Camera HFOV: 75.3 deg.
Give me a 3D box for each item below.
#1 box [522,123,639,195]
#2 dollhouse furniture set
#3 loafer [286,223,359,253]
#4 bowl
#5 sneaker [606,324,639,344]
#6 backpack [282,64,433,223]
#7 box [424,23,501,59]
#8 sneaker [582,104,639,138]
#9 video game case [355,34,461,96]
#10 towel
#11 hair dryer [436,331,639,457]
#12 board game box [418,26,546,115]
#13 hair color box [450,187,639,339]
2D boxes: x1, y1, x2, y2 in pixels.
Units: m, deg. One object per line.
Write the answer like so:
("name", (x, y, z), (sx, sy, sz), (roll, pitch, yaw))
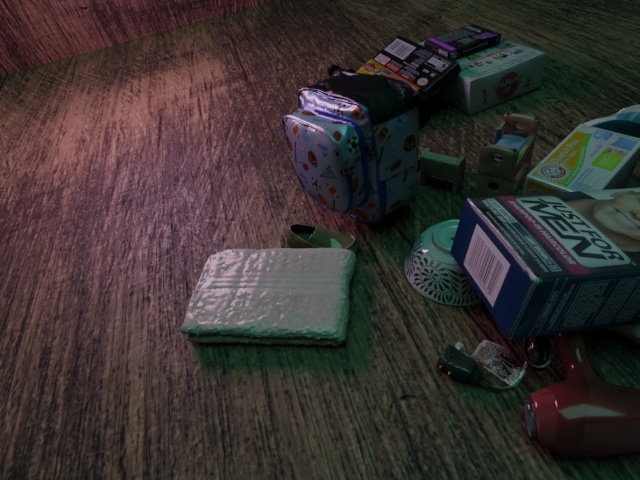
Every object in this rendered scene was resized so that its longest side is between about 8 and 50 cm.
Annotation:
("box", (0.462, -0.106, 0.742), (0.203, 0.103, 0.114), (-39, 49, -24))
("dollhouse furniture set", (0.312, -0.176, 0.831), (0.184, 0.128, 0.129), (22, 54, 31))
("loafer", (0.000, 0.000, 0.784), (0.148, 0.050, 0.056), (4, 47, 17))
("bowl", (0.225, 0.018, 0.691), (0.170, 0.080, 0.170), (-7, 45, 7))
("sneaker", (0.380, 0.105, 0.593), (0.075, 0.057, 0.161), (-40, 49, -2))
("backpack", (0.069, -0.161, 0.781), (0.213, 0.263, 0.276), (-33, 40, -10))
("box", (0.380, -0.535, 1.117), (0.162, 0.029, 0.116), (-22, 44, -7))
("sneaker", (0.626, -0.226, 0.849), (0.229, 0.087, 0.092), (-8, 33, -1))
("video game case", (0.191, -0.424, 1.116), (0.248, 0.035, 0.275), (-40, 46, 6))
("towel", (-0.085, 0.094, 0.714), (0.282, 0.049, 0.187), (0, 47, 12))
("hair dryer", (0.315, 0.148, 0.511), (0.294, 0.080, 0.223), (34, 76, 35))
("board game box", (0.410, -0.478, 1.140), (0.224, 0.097, 0.303), (-23, 43, -8))
("hair color box", (0.379, 0.017, 0.554), (0.348, 0.105, 0.173), (-4, 38, -10))
